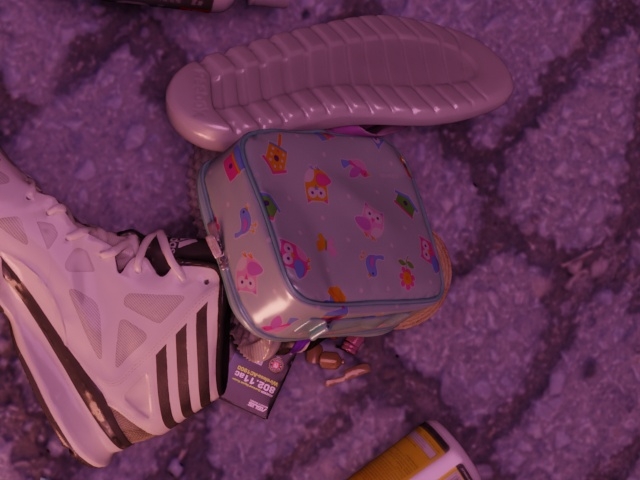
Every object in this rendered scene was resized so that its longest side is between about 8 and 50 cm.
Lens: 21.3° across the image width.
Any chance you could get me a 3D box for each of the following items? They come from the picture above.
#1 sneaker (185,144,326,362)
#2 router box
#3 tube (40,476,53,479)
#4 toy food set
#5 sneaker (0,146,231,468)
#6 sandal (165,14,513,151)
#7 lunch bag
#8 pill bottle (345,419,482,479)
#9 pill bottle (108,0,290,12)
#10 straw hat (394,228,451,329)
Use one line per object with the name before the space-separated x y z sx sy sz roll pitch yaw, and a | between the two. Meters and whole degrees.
sneaker | -0.052 -0.009 1.928 0.146 0.102 0.293 -7 75 -33
router box | -0.098 0.138 1.937 0.122 0.038 0.092 25 85 -7
tube | -0.219 0.322 1.908 0.207 0.052 0.080 10 81 -3
toy food set | 0.010 0.104 1.966 0.078 0.019 0.122 -19 83 -9
sneaker | -0.240 0.000 1.834 0.258 0.169 0.447 -27 101 7
sandal | 0.017 -0.165 1.931 0.416 0.102 0.169 -7 52 -22
lunch bag | 0.000 0.000 1.812 0.279 0.108 0.224 0 68 -47
pill bottle | 0.085 0.293 1.924 0.184 0.103 0.103 -35 93 -8
pill bottle | -0.168 -0.338 1.888 0.283 0.161 0.161 6 86 -8
straw hat | 0.087 0.034 1.958 0.145 0.061 0.144 1 87 -9
